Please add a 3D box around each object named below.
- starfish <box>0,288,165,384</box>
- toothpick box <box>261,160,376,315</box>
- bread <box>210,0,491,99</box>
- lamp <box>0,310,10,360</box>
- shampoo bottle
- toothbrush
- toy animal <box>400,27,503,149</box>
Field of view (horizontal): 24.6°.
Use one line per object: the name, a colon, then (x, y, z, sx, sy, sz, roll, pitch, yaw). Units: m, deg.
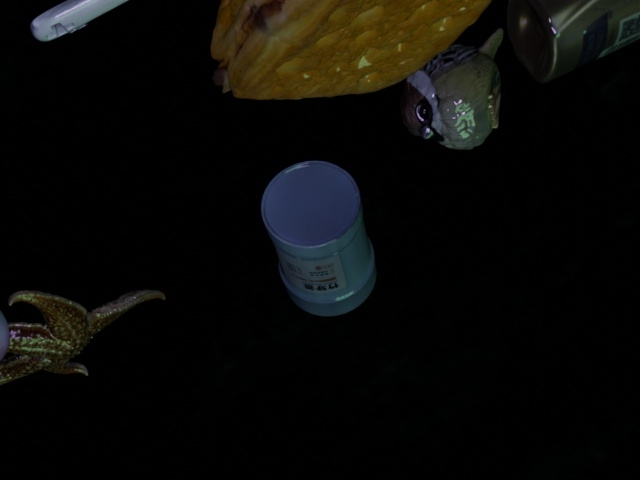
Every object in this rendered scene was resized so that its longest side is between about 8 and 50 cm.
starfish: (-0.252, 0.091, 1.432, 0.238, 0.057, 0.213, -18, 156, -22)
toothpick box: (0.000, 0.000, 1.484, 0.101, 0.101, 0.153, -28, 150, -7)
bread: (0.030, -0.201, 1.162, 0.210, 0.099, 0.235, -10, 161, -38)
lamp: (-0.384, 0.084, 1.105, 0.247, 0.247, 0.301, -33, 144, -4)
shampoo bottle: (0.350, -0.265, 1.422, 0.350, 0.084, 0.125, -26, 154, -12)
toothbrush: (-0.037, -0.261, 1.108, 0.418, 0.040, 0.042, -27, 168, 1)
toy animal: (0.128, -0.151, 1.408, 0.098, 0.137, 0.098, 11, 151, 6)
